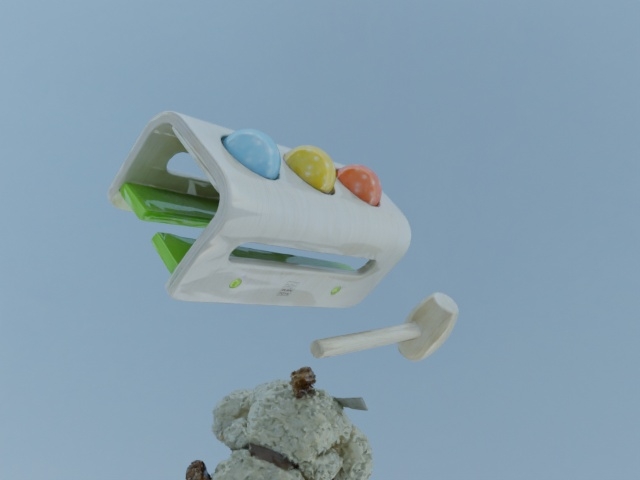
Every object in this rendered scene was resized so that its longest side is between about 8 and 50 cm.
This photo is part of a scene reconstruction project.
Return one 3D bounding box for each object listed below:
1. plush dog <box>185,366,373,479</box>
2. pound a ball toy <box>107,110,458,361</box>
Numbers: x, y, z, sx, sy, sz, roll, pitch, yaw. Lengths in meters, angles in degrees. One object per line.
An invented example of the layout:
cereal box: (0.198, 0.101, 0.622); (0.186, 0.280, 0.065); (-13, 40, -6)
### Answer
plush dog: (-0.060, 0.315, 1.045); (0.262, 0.210, 0.225); (20, -125, 8)
pound a ball toy: (0.000, 0.000, 0.686); (0.136, 0.319, 0.208); (-52, -122, 20)
